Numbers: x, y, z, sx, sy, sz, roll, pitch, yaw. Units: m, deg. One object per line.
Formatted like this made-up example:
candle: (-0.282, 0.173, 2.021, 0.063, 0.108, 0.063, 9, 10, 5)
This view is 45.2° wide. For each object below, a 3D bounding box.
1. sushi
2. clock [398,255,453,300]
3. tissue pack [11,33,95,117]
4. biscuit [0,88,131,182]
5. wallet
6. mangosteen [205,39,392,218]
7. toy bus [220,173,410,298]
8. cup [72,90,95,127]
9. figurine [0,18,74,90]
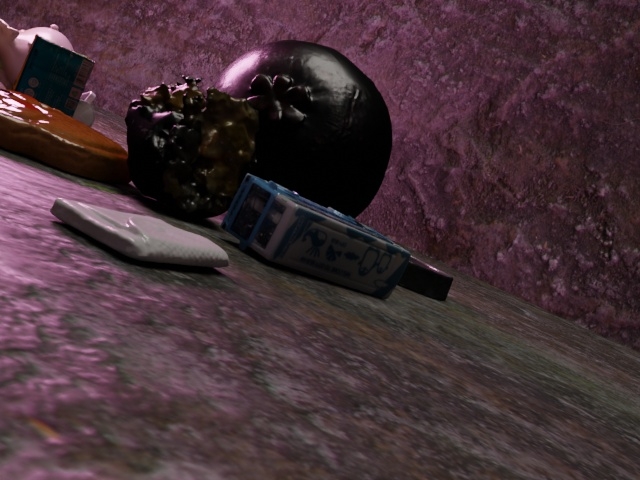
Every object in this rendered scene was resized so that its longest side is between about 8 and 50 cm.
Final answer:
sushi: (-0.207, -0.145, 1.196, 0.204, 0.200, 0.213, 18, -6, 42)
clock: (0.158, 0.049, 1.688, 0.280, 0.056, 0.280, 24, 5, -2)
tissue pack: (-0.527, -0.299, 1.492, 0.120, 0.169, 0.082, 21, 11, -28)
biscuit: (-0.492, -0.195, 1.176, 0.455, 0.078, 0.350, 22, 9, -21)
wallet: (-0.177, -0.006, 0.795, 0.124, 0.032, 0.183, 23, 5, 25)
mangosteen: (-0.040, -0.179, 1.513, 0.382, 0.382, 0.435, 25, -12, 15)
toy bus: (0.000, 0.000, 1.175, 0.297, 0.106, 0.131, 21, 9, -47)
cup: (-0.559, -0.300, 1.757, 0.074, 0.104, 0.116, 41, -10, -36)
figurine: (-0.816, -0.484, 1.908, 0.394, 0.227, 0.274, 13, -20, -11)
